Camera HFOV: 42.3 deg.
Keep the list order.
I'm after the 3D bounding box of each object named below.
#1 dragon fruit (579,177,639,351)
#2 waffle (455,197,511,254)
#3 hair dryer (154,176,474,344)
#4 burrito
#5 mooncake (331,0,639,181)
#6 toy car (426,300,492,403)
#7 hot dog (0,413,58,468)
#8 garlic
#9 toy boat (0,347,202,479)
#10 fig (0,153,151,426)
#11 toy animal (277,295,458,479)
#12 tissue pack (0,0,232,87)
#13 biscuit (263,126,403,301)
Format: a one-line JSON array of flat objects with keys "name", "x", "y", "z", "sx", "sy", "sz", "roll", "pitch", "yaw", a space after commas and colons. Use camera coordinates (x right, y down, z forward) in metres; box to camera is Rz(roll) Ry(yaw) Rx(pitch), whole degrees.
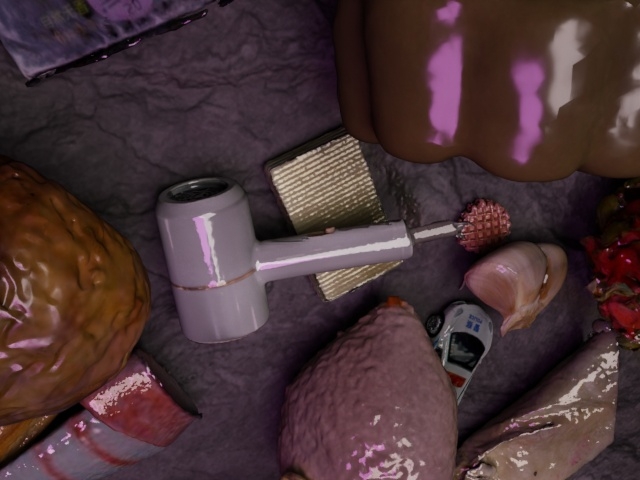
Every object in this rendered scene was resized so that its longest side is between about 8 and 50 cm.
[{"name": "dragon fruit", "x": 0.488, "y": 0.013, "z": 1.116, "sx": 0.303, "sy": 0.237, "sz": 0.231, "roll": -46, "pitch": 138, "yaw": -22}, {"name": "waffle", "x": 0.217, "y": -0.018, "z": 1.109, "sx": 0.083, "sy": 0.029, "sz": 0.075, "roll": 27, "pitch": 96, "yaw": -24}, {"name": "hair dryer", "x": 0.000, "y": 0.000, "z": 0.953, "sx": 0.357, "sy": 0.108, "sz": 0.173, "roll": -9, "pitch": 113, "yaw": -3}, {"name": "burrito", "x": 0.331, "y": 0.285, "z": 1.213, "sx": 0.348, "sy": 0.107, "sz": 0.175, "roll": -45, "pitch": 123, "yaw": -3}, {"name": "mooncake", "x": 0.199, "y": -0.185, "z": 0.862, "sx": 0.378, "sy": 0.378, "sz": 0.201, "roll": -8, "pitch": 115, "yaw": -18}, {"name": "toy car", "x": 0.169, "y": 0.180, "z": 1.141, "sx": 0.095, "sy": 0.056, "sz": 0.205, "roll": 26, "pitch": 98, "yaw": -25}, {"name": "hot dog", "x": -0.364, "y": 0.223, "z": 0.957, "sx": 0.216, "sy": 0.047, "sz": 0.066, "roll": -48, "pitch": 131, "yaw": -1}, {"name": "garlic", "x": 0.264, "y": 0.049, "z": 1.106, "sx": 0.174, "sy": 0.099, "sz": 0.124, "roll": -11, "pitch": 140, "yaw": -44}, {"name": "toy boat", "x": -0.286, "y": 0.247, "z": 0.961, "sx": 0.282, "sy": 0.096, "sz": 0.206, "roll": -35, "pitch": 147, "yaw": -6}, {"name": "fig", "x": -0.330, "y": 0.107, "z": 0.760, "sx": 0.286, "sy": 0.286, "sz": 0.369, "roll": 35, "pitch": 65, "yaw": -27}, {"name": "toy animal", "x": 0.056, "y": 0.247, "z": 1.035, "sx": 0.226, "sy": 0.188, "sz": 0.359, "roll": 4, "pitch": 85, "yaw": 7}, {"name": "tissue pack", "x": -0.242, "y": -0.345, "z": 0.723, "sx": 0.259, "sy": 0.122, "sz": 0.361, "roll": -13, "pitch": 119, "yaw": 24}, {"name": "biscuit", "x": 0.018, "y": -0.029, "z": 1.022, "sx": 0.121, "sy": 0.040, "sz": 0.200, "roll": -27, "pitch": 117, "yaw": -11}]
